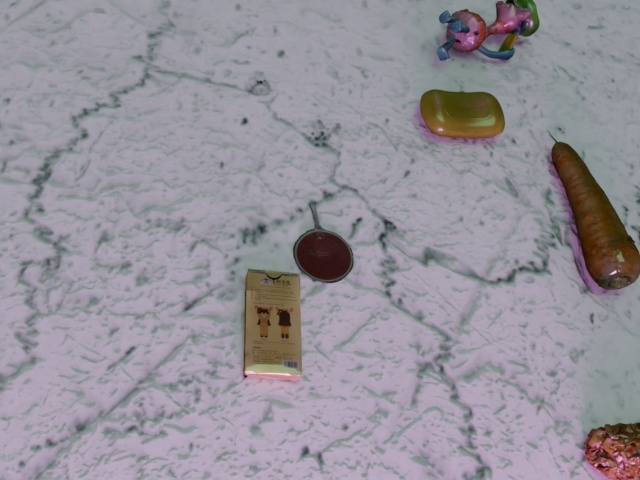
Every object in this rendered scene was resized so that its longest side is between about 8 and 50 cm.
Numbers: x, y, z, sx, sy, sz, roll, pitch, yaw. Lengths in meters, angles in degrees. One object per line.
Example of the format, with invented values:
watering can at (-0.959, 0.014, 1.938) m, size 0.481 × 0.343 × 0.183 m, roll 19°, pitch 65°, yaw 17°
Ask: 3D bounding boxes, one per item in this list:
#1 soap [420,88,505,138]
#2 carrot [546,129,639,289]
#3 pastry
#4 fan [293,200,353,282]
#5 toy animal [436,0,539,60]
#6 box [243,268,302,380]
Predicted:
soap at (0.222, -0.198, 1.338) m, size 0.140 × 0.045 × 0.089 m, roll 0°, pitch 55°, yaw -14°
carrot at (0.402, -0.059, 1.289) m, size 0.078 × 0.078 × 0.298 m, roll -1°, pitch 54°, yaw -16°
pastry at (0.422, 0.261, 1.082) m, size 0.169 × 0.063 × 0.087 m, roll -4°, pitch 56°, yaw -17°
fan at (0.000, 0.000, 1.169) m, size 0.085 × 0.005 × 0.133 m, roll -2°, pitch 59°, yaw -16°
toy animal at (0.279, -0.350, 1.434) m, size 0.208 × 0.100 × 0.103 m, roll -18°, pitch 86°, yaw -35°
box at (-0.060, 0.105, 1.074) m, size 0.073 × 0.020 × 0.149 m, roll 6°, pitch 56°, yaw -11°
